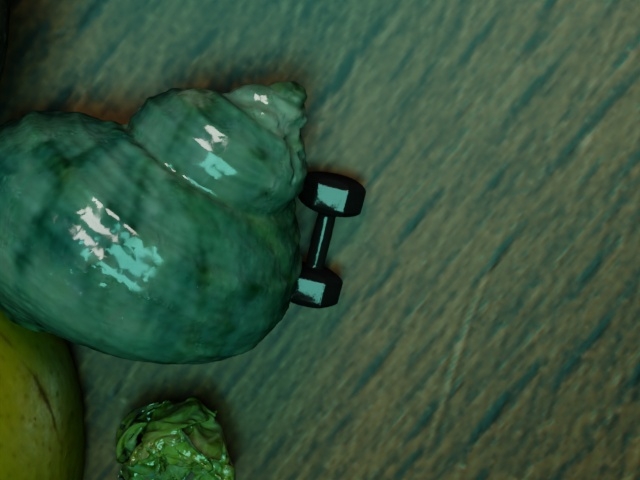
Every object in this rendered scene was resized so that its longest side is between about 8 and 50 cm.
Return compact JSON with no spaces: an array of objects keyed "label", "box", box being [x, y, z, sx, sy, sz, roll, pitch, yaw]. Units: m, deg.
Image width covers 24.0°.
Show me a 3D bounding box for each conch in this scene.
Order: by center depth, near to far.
[{"label":"conch","box":[-0.095,-0.019,0.859,0.202,0.134,0.196,-37,91,-20]}]

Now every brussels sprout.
[{"label":"brussels sprout","box":[-0.092,0.131,0.948,0.085,0.058,0.085,2,136,2]}]

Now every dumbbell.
[{"label":"dumbbell","box":[0.000,0.000,0.924,0.036,0.040,0.083,21,104,30]}]

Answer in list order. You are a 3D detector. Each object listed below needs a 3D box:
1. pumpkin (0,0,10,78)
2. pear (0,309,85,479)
[{"label":"pumpkin","box":[-0.304,-0.157,0.764,0.324,0.232,0.242,-1,73,-25]},{"label":"pear","box":[-0.322,0.134,0.885,0.340,0.191,0.387,-21,102,5]}]
